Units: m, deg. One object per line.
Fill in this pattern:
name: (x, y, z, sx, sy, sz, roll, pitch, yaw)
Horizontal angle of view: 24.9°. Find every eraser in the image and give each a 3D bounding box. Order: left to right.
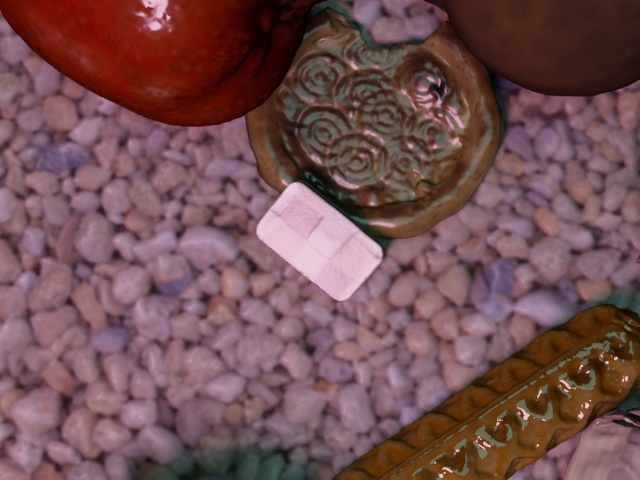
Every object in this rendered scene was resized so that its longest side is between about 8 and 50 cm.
eraser: (0.000, 0.000, 1.269, 0.105, 0.026, 0.065, 40, 97, 0)

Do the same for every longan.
longan: (0.213, -0.267, 1.234, 0.243, 0.300, 0.300, 25, 76, -41)

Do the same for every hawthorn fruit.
hawthorn fruit: (-0.135, -0.241, 1.208, 0.311, 0.295, 0.295, -2, 79, 0)

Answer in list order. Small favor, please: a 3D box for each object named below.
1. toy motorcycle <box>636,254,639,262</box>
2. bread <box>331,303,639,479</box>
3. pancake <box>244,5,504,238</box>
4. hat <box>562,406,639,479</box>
toy motorcycle: (0.355, 0.041, 1.243, 0.150, 0.102, 0.221, -13, 84, 4)
bread: (0.129, 0.172, 1.228, 0.367, 0.084, 0.077, -33, 121, -6)
pancake: (0.047, -0.107, 1.302, 0.235, 0.029, 0.212, 2, 80, 1)
hat: (0.231, 0.266, 1.151, 0.161, 0.232, 0.275, 42, 81, -8)
